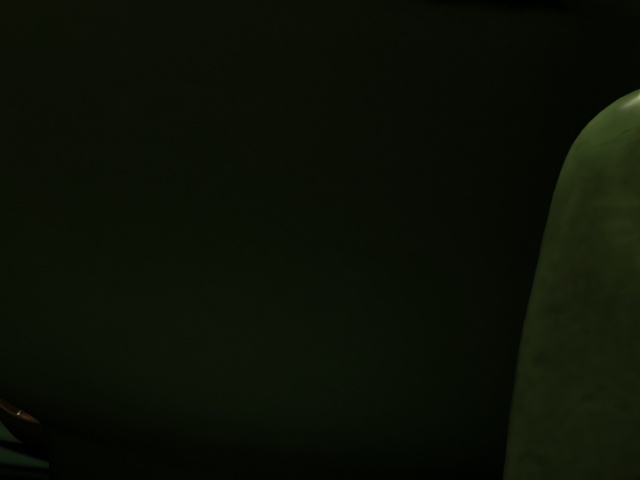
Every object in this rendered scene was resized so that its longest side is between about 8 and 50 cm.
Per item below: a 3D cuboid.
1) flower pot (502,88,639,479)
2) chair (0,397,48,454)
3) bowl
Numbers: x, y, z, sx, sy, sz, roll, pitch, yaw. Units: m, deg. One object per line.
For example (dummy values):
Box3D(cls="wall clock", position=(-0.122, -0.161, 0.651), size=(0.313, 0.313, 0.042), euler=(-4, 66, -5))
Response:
Box3D(cls="flower pot", position=(0.242, 0.053, 0.442), size=(0.368, 0.164, 0.254), euler=(5, -12, 45))
Box3D(cls="chair", position=(-0.053, 0.058, 0.942), size=(0.176, 0.183, 0.326), euler=(2, -53, 60))
Box3D(cls="bowl", position=(0.000, 0.000, 0.688), size=(0.354, 0.185, 0.354), euler=(5, 4, 0))
